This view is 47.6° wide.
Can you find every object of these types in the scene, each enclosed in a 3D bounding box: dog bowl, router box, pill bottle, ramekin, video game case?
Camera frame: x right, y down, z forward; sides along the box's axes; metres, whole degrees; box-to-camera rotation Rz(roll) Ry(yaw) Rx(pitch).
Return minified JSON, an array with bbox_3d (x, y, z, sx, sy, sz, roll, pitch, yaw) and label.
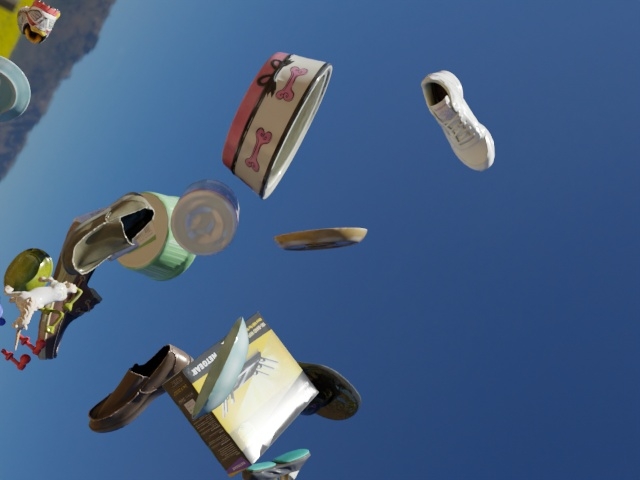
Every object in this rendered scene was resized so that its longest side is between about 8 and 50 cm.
[{"bbox_3d":[-0.125,-0.322,1.958,0.408,0.150,0.408,-62,179,-2],"label":"dog bowl"},{"bbox_3d":[-0.167,0.329,1.604,0.081,0.243,0.309,-38,179,33],"label":"router box"},{"bbox_3d":[-0.316,-0.076,2.025,0.176,0.176,0.318,-59,-169,8],"label":"pill bottle"},{"bbox_3d":[-0.572,-0.021,2.480,0.303,0.148,0.304,-7,-105,27],"label":"ramekin"},{"bbox_3d":[-0.565,-0.019,1.924,0.019,0.143,0.157,-41,-178,18],"label":"video game case"}]

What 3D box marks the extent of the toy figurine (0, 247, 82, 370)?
[{"bbox_3d":[-0.722,0.191,1.578,0.362,0.191,0.217,-49,176,0],"label":"toy figurine"}]

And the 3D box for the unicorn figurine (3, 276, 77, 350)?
[{"bbox_3d":[-0.499,0.106,1.263,0.111,0.060,0.162,15,-139,40],"label":"unicorn figurine"}]

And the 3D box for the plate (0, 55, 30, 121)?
[{"bbox_3d":[-0.841,-0.383,1.848,0.188,0.188,0.024,-50,-152,23],"label":"plate"}]

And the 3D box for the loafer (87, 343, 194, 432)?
[{"bbox_3d":[-0.570,0.441,2.233,0.366,0.130,0.134,-37,-150,-15],"label":"loafer"}]

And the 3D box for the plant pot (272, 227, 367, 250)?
[{"bbox_3d":[0.000,0.000,1.796,0.236,0.236,0.032,-15,-101,55],"label":"plant pot"}]

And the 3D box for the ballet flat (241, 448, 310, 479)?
[{"bbox_3d":[-0.108,0.572,1.793,0.074,0.203,0.074,5,-83,48],"label":"ballet flat"}]

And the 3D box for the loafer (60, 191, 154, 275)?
[{"bbox_3d":[-0.472,-0.016,1.627,0.087,0.094,0.251,19,-124,36],"label":"loafer"}]

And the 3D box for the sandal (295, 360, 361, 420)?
[{"bbox_3d":[-0.091,0.413,2.023,0.445,0.168,0.107,12,-146,32],"label":"sandal"}]

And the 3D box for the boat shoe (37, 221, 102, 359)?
[{"bbox_3d":[-0.593,0.131,1.762,0.123,0.123,0.342,162,-57,-74],"label":"boat shoe"}]

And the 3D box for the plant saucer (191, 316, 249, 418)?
[{"bbox_3d":[-0.166,0.228,1.268,0.195,0.037,0.195,-61,-170,18],"label":"plant saucer"}]

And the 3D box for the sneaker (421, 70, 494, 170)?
[{"bbox_3d":[0.361,-0.319,1.978,0.114,0.152,0.305,-33,-97,31],"label":"sneaker"}]

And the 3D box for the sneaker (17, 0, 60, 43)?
[{"bbox_3d":[-0.782,-0.583,1.968,0.225,0.088,0.093,6,-107,58],"label":"sneaker"}]
